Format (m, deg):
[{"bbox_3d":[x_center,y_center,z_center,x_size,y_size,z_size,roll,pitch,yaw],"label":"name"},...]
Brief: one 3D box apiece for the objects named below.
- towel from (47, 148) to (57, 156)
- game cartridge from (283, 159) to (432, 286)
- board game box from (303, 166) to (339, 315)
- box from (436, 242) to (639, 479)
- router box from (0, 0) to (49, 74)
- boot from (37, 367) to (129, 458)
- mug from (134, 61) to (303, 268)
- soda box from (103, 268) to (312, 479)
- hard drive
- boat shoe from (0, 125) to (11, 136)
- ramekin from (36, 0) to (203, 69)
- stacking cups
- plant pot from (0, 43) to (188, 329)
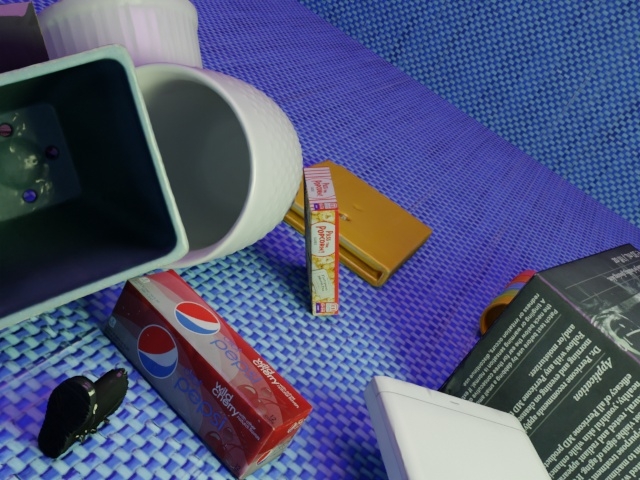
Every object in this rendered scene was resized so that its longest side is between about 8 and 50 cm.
[{"bbox_3d":[-0.530,-0.264,1.213,0.329,0.037,0.237,35,16,-40],"label":"towel"},{"bbox_3d":[0.064,-0.047,1.592,0.285,0.053,0.323,36,24,10],"label":"game cartridge"},{"bbox_3d":[0.000,0.000,1.268,0.045,0.193,0.147,-3,33,-4],"label":"board game box"},{"bbox_3d":[0.509,0.275,1.222,0.472,0.297,0.480,46,29,23],"label":"box"},{"bbox_3d":[-0.509,-0.195,0.924,0.308,0.081,0.243,-20,11,-36],"label":"router box"},{"bbox_3d":[-0.233,0.162,0.809,0.045,0.121,0.099,38,32,9],"label":"boot"},{"bbox_3d":[-0.211,-0.126,1.205,0.374,0.276,0.328,14,11,14],"label":"mug"},{"bbox_3d":[-0.139,0.153,0.952,0.263,0.092,0.083,41,26,20],"label":"soda box"},{"bbox_3d":[0.190,0.306,0.901,0.233,0.047,0.353,20,24,-20],"label":"hard drive"},{"bbox_3d":[-0.502,-0.114,1.029,0.285,0.103,0.092,-13,94,-42],"label":"boat shoe"},{"bbox_3d":[-0.319,-0.277,1.262,0.277,0.277,0.135,-6,80,-52],"label":"ramekin"},{"bbox_3d":[0.396,0.122,1.603,0.096,0.096,0.316,36,24,9],"label":"stacking cups"},{"bbox_3d":[-0.336,-0.078,0.921,0.247,0.248,0.252,-22,21,-22],"label":"plant pot"}]
